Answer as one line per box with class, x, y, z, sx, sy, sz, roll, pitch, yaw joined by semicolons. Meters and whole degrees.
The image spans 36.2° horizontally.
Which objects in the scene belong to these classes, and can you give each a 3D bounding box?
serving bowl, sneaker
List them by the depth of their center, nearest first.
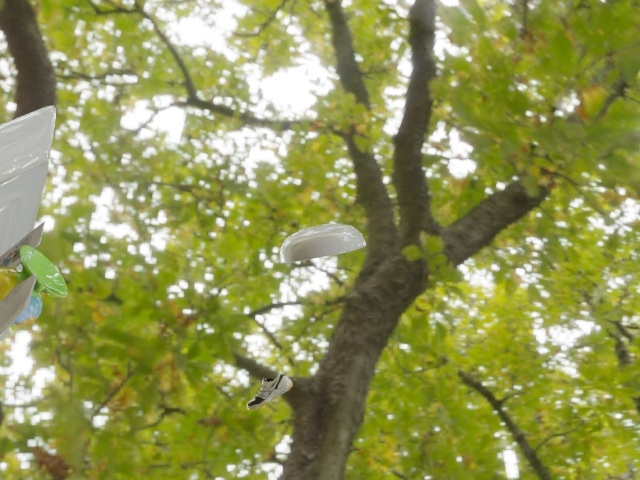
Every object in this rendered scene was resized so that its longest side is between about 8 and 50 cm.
serving bowl;0.000;0.000;0.926;0.083;0.083;0.027;-8;-85;39
sneaker;-0.084;0.234;1.535;0.083;0.032;0.037;-34;-90;9

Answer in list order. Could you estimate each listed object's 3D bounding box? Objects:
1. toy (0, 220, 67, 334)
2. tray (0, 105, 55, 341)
toy;-0.258;0.099;0.648;0.237;0.056;0.137;-43;-156;8
tray;-0.283;0.022;0.798;0.030;0.145;0.270;37;-52;14
